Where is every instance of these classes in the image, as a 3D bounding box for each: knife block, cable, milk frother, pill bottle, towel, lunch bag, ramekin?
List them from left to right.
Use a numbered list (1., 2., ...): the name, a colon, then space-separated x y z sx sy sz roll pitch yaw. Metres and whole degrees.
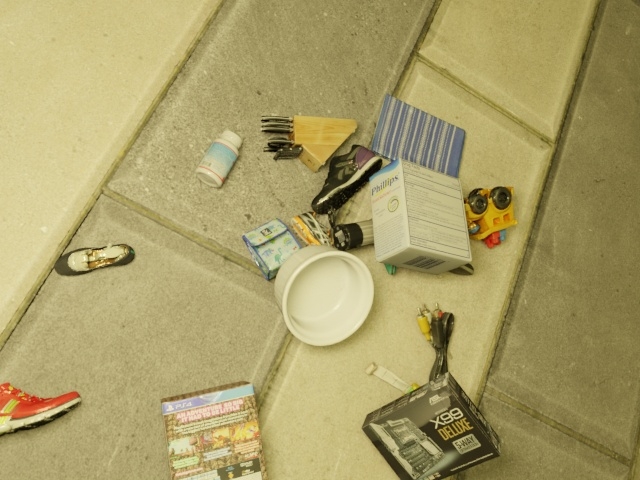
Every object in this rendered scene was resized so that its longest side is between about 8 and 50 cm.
1. pill bottle: -0.298 -0.244 1.522 0.087 0.087 0.160 30 70 -10
2. lunch bag: -0.142 0.017 1.518 0.128 0.096 0.151 -28 70 -20
3. knife block: -0.053 -0.351 1.629 0.242 0.088 0.276 44 69 -6
4. ramekin: 0.002 0.145 1.461 0.277 0.135 0.278 -7 109 -22
5. milk frother: 0.098 -0.047 1.579 0.134 0.129 0.143 -11 95 -34
6. towel: 0.351 -0.350 1.794 0.335 0.040 0.244 21 71 -13
7. cable: 0.377 0.341 1.652 0.139 0.072 0.288 -6 92 -37

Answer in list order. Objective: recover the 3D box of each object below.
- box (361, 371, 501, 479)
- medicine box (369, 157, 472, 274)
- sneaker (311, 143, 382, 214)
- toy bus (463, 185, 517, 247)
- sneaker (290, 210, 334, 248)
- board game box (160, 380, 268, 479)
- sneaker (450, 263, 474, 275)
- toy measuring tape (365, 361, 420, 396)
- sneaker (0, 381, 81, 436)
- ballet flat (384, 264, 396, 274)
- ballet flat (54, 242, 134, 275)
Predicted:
1. box: 0.309 0.546 1.450 0.243 0.307 0.076 53 25 -2
2. medicine box: 0.302 -0.068 1.559 0.263 0.149 0.290 12 64 -32
3. sneaker: 0.059 -0.199 1.645 0.283 0.107 0.124 -40 68 -19
4. toy bus: 0.557 -0.070 1.758 0.220 0.149 0.212 -17 100 -19
5. sneaker: 0.000 0.000 1.573 0.083 0.084 0.215 -36 90 -28
6. board game box: -0.276 0.535 1.322 0.231 0.141 0.291 -7 80 -20
7. sneaker: 0.430 0.027 1.711 0.221 0.083 0.118 28 70 -10
8. toy measuring tape: 0.276 0.486 1.532 0.330 0.121 0.121 34 69 -9
9. sneaker: -0.728 0.395 1.225 0.278 0.107 0.119 -9 72 -23
10. ballet flat: 0.224 -0.009 1.661 0.087 0.083 0.248 13 72 10
11. ballet flat: -0.601 0.045 1.362 0.203 0.074 0.074 -11 81 -20
